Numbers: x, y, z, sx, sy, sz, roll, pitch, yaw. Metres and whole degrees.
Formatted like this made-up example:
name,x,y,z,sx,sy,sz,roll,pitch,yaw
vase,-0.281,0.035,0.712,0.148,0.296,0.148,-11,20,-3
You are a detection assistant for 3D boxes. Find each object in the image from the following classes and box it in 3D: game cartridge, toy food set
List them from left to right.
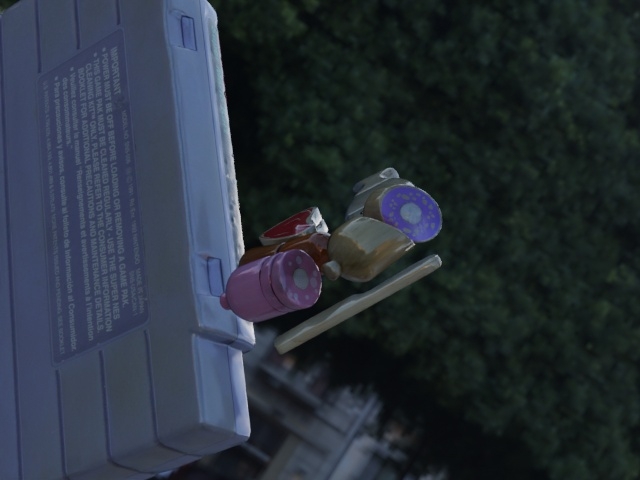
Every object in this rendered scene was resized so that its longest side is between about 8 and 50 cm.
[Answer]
name,x,y,z,sx,sy,sz,roll,pitch,yaw
game cartridge,-0.153,-0.011,0.922,0.230,0.355,0.068,-22,-28,27
toy food set,0.000,0.000,0.479,0.019,0.078,0.122,61,-1,-14
